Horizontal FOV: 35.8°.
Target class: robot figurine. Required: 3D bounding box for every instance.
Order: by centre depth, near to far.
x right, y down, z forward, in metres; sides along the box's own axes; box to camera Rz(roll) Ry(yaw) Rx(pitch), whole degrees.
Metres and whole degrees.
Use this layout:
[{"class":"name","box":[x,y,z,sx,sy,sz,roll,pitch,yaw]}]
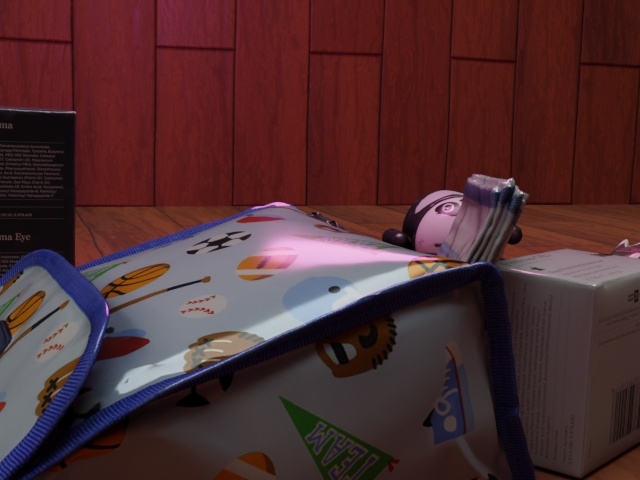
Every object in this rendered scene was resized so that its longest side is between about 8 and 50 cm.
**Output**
[{"class":"robot figurine","box":[0.248,-0.010,1.875,0.209,0.173,0.278,-42,8,2]}]

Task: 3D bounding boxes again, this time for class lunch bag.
[{"class":"lunch bag","box":[-0.107,0.121,0.675,0.385,0.239,0.328,-19,15,-20]}]

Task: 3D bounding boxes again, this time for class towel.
[{"class":"towel","box":[0.108,0.064,0.962,0.034,0.285,0.209,27,6,-3]}]

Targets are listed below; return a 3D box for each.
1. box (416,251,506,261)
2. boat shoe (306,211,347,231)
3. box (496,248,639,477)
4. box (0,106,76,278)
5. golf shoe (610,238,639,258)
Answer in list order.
[{"class":"box","box":[0.191,0.087,1.256,0.261,0.103,0.184,4,11,-34]},{"class":"boat shoe","box":[0.001,0.004,1.924,0.113,0.127,0.340,-10,-2,-1]},{"class":"box","box":[0.245,0.109,0.961,0.119,0.182,0.181,8,10,39]},{"class":"box","box":[-0.474,-0.045,1.487,0.178,0.313,0.343,-1,8,-21]},{"class":"golf shoe","box":[0.559,0.037,1.560,0.272,0.120,0.105,-5,-42,48]}]
